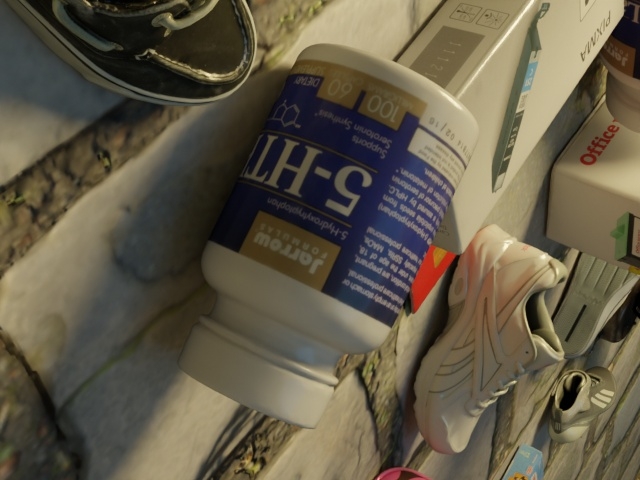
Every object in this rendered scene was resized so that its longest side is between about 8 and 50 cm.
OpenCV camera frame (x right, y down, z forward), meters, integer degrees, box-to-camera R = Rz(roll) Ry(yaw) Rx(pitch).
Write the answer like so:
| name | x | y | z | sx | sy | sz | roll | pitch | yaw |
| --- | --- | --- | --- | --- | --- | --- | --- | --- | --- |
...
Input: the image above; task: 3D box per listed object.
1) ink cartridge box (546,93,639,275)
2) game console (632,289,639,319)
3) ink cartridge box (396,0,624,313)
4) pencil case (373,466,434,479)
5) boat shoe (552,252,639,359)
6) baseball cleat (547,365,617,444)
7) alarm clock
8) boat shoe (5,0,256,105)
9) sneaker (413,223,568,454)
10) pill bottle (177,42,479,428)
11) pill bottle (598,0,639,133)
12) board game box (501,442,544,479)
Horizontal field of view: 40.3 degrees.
| name | x | y | z | sx | sy | sz | roll | pitch | yaw |
| --- | --- | --- | --- | --- | --- | --- | --- | --- | --- |
| ink cartridge box | 0.421 | -0.051 | 0.969 | 0.201 | 0.278 | 0.117 | -47 | 148 | -31 |
| game console | 0.578 | 0.088 | 1.367 | 0.213 | 0.044 | 0.361 | -31 | 150 | -8 |
| ink cartridge box | 0.158 | -0.106 | 0.711 | 0.296 | 0.066 | 0.261 | -52 | 146 | -24 |
| pencil case | 0.088 | 0.325 | 0.864 | 0.095 | 0.098 | 0.209 | -39 | 140 | -40 |
| boat shoe | 0.382 | 0.059 | 1.199 | 0.226 | 0.083 | 0.076 | -55 | 161 | 3 |
| baseball cleat | 0.426 | 0.238 | 1.390 | 0.206 | 0.072 | 0.109 | -38 | 133 | -47 |
| alarm clock | 0.464 | 0.112 | 1.377 | 0.192 | 0.064 | 0.129 | -49 | 146 | -24 |
| boat shoe | -0.075 | -0.102 | 0.322 | 0.219 | 0.070 | 0.078 | 29 | 85 | -61 |
| sneaker | 0.164 | 0.109 | 0.818 | 0.090 | 0.115 | 0.232 | -12 | 120 | -56 |
| pill bottle | 0.000 | 0.000 | 0.475 | 0.187 | 0.112 | 0.112 | -65 | 151 | -5 |
| pill bottle | 0.351 | -0.237 | 0.847 | 0.153 | 0.153 | 0.265 | -50 | 146 | -28 |
| board game box | 0.271 | 0.426 | 1.297 | 0.211 | 0.039 | 0.160 | -53 | 148 | -22 |
